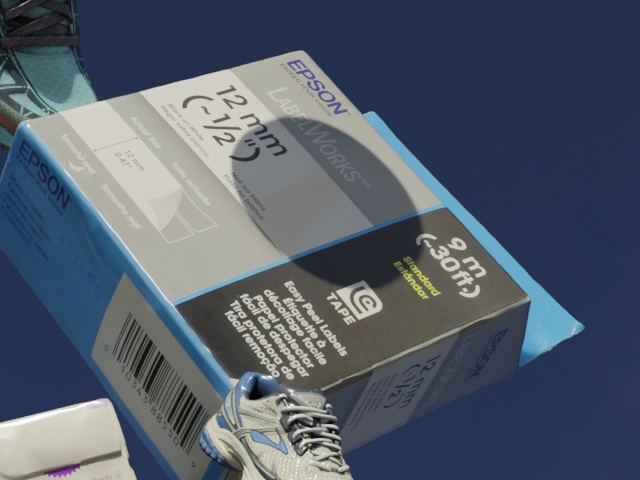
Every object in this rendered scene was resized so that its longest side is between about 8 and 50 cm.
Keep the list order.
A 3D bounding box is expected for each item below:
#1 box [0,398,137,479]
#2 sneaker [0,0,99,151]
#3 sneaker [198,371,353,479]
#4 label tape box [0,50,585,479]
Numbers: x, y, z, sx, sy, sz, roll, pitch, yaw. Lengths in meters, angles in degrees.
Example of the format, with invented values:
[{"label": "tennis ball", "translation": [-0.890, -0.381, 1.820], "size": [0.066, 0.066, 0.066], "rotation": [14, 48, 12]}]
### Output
[{"label": "box", "translation": [-0.144, 0.176, 0.899], "size": [0.067, 0.063, 0.324], "rotation": [-14, -23, -16]}, {"label": "sneaker", "translation": [-0.213, -0.175, 1.092], "size": [0.125, 0.104, 0.262], "rotation": [-39, -103, 38]}, {"label": "sneaker", "translation": [-0.014, 0.102, 0.835], "size": [0.052, 0.135, 0.058], "rotation": [23, -88, -37]}, {"label": "label tape box", "translation": [0.000, 0.000, 1.084], "size": [0.249, 0.347, 0.115], "rotation": [49, -41, 24]}]
